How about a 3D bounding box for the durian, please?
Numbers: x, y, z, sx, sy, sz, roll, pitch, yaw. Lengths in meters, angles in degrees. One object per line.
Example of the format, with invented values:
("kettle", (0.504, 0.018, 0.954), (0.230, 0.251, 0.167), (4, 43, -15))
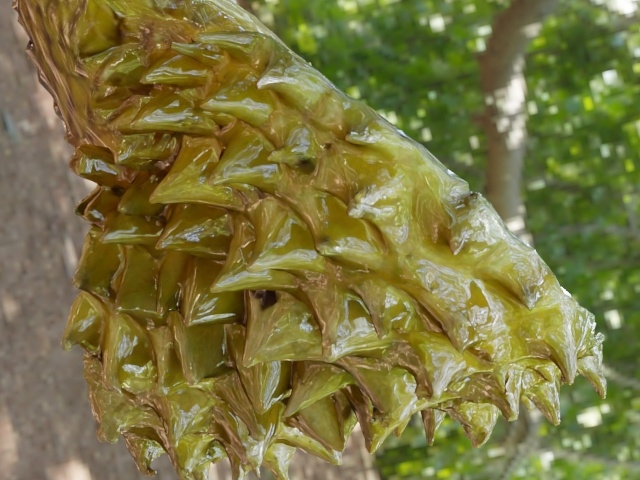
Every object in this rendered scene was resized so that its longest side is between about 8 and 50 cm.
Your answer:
("durian", (0.011, 0.008, 0.575), (0.185, 0.196, 0.305), (-63, 155, -17))
